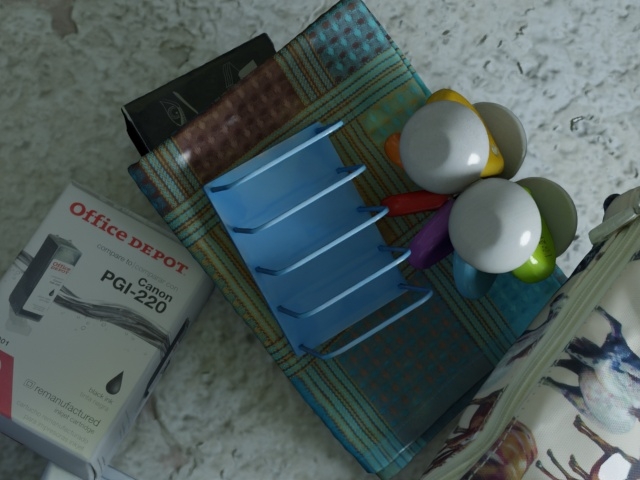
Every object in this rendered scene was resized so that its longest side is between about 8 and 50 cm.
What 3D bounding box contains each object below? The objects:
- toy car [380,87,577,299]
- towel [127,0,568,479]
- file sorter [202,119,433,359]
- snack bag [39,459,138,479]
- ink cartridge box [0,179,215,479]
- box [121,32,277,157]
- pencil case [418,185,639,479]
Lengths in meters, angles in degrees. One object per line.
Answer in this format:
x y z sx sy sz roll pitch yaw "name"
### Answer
0.120 -0.030 0.942 0.136 0.159 0.182 -37 77 26 "toy car"
0.043 0.000 1.008 0.271 0.040 0.370 -40 102 -12 "towel"
0.000 0.000 0.925 0.118 0.104 0.170 -30 99 -12 "file sorter"
-0.146 0.393 0.955 0.342 0.037 0.323 24 74 2 "snack bag"
-0.211 0.079 0.993 0.158 0.092 0.218 28 65 4 "ink cartridge box"
-0.081 -0.085 1.060 0.158 0.093 0.156 -29 80 -11 "box"
0.208 0.126 0.885 0.410 0.160 0.184 -48 112 -27 "pencil case"
